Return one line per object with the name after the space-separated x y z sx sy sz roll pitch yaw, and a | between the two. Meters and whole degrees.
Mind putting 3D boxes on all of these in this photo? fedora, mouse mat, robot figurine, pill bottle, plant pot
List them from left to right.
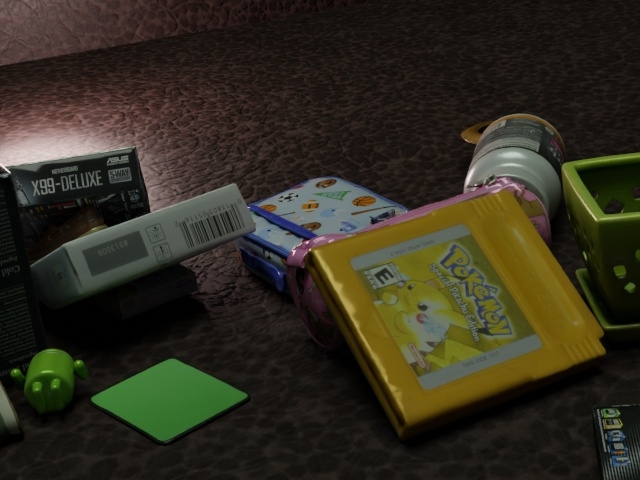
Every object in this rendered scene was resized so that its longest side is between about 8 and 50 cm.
-0.370 0.192 1.658 0.101 0.067 0.115 -10 23 -3 | robot figurine
-0.206 0.214 1.640 0.152 0.007 0.189 -25 27 -36 | mouse mat
0.361 -0.180 2.316 0.194 0.079 0.194 -6 16 2 | fedora
0.326 -0.099 2.030 0.162 0.162 0.278 -1 24 14 | pill bottle
0.467 0.010 1.673 0.227 0.207 0.228 -6 22 1 | plant pot

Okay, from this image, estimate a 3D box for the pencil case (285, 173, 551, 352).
0.142 0.031 1.748 0.386 0.160 0.167 -19 67 -23 | pencil case

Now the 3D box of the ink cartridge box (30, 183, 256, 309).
-0.324 0.033 1.949 0.308 0.091 0.385 -23 -1 -32 | ink cartridge box

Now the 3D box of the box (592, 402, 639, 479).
0.404 0.244 1.348 0.184 0.045 0.191 -5 23 10 | box

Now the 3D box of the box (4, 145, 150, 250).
-0.417 -0.062 2.061 0.242 0.077 0.307 -9 -13 -5 | box

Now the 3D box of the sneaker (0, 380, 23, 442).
-0.470 0.190 1.599 0.086 0.064 0.192 -27 70 -15 | sneaker

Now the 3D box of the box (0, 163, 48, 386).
-0.556 0.024 1.793 0.178 0.313 0.343 -18 25 -24 | box

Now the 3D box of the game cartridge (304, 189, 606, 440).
0.182 0.085 1.587 0.323 0.053 0.285 -18 61 -22 | game cartridge

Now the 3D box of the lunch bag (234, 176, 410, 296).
0.000 0.000 1.955 0.243 0.115 0.303 -22 26 -27 | lunch bag

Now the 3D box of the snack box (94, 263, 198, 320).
-0.282 0.076 1.944 0.141 0.037 0.100 -21 26 -29 | snack box

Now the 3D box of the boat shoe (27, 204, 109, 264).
-0.420 -0.008 1.985 0.178 0.060 0.064 -23 0 32 | boat shoe
